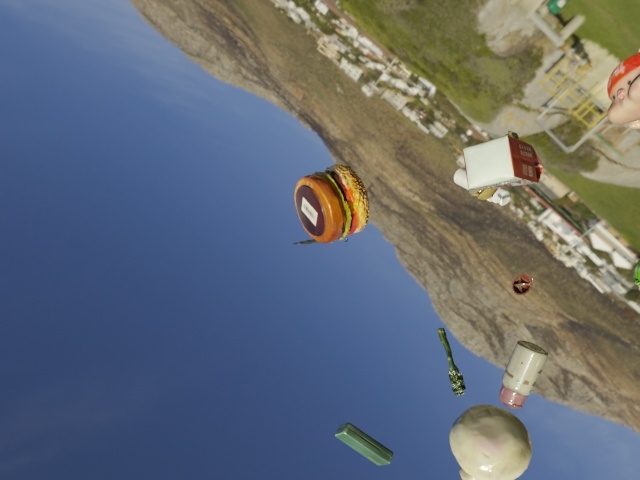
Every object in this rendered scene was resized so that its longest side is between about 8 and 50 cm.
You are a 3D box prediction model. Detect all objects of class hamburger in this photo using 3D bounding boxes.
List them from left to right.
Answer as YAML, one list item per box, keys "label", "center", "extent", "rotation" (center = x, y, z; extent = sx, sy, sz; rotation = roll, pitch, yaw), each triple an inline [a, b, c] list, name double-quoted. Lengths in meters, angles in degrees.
- label: "hamburger"
  center: [0.059, -0.160, 2.043]
  extent: [0.250, 0.330, 0.330]
  rotation: [-22, -116, -28]

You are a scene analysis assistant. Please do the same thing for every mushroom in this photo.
- label: "mushroom"
  center: [0.652, 0.822, 1.896]
  extent: [0.315, 0.356, 0.315]
  rotation: [36, -148, -27]

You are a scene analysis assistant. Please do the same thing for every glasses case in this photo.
- label: "glasses case"
  center: [0.141, 0.657, 1.519]
  extent: [0.184, 0.078, 0.039]
  rotation: [35, -128, -4]

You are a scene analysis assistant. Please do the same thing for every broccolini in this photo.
- label: "broccolini"
  center: [0.401, 0.376, 1.490]
  extent: [0.057, 0.071, 0.255]
  rotation: [24, -151, -22]

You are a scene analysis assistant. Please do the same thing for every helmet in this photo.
- label: "helmet"
  center: [0.991, 0.215, 2.329]
  extent: [0.089, 0.111, 0.057]
  rotation: [39, -175, 5]

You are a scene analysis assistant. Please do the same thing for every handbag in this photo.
- label: "handbag"
  center: [0.629, -0.254, 1.615]
  extent: [0.298, 0.171, 0.151]
  rotation: [-2, -98, -47]

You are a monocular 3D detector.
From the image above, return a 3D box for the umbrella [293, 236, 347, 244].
- label: "umbrella"
  center: [0.000, -0.006, 2.253]
  extent: [0.268, 0.044, 0.044]
  rotation: [-3, -93, -12]

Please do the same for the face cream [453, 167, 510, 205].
- label: "face cream"
  center: [0.830, -0.277, 2.416]
  extent: [0.101, 0.102, 0.345]
  rotation: [19, -165, -35]

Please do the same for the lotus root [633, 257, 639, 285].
- label: "lotus root"
  center: [1.367, 0.140, 1.945]
  extent: [0.186, 0.186, 0.186]
  rotation: [30, -149, -20]

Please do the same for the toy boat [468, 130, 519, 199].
- label: "toy boat"
  center: [0.766, -0.332, 2.083]
  extent: [0.121, 0.321, 0.089]
  rotation: [17, -159, -25]

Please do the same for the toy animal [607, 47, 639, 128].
- label: "toy animal"
  center: [0.729, -0.321, 1.025]
  extent: [0.198, 0.171, 0.171]
  rotation: [46, -152, 19]

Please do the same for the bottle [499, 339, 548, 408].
- label: "bottle"
  center: [0.702, 0.476, 1.651]
  extent: [0.109, 0.234, 0.110]
  rotation: [17, -169, -3]
